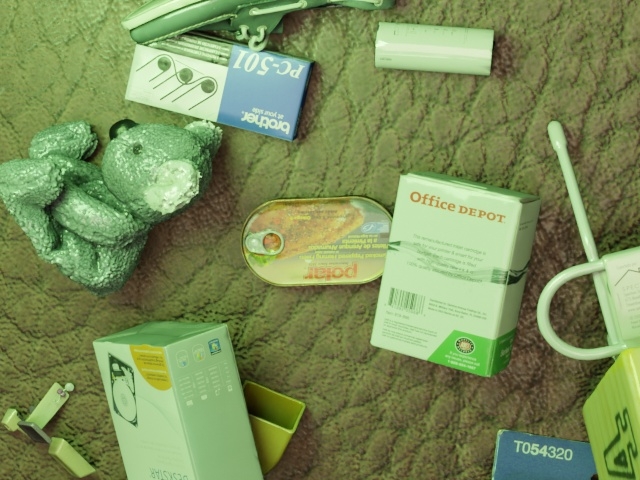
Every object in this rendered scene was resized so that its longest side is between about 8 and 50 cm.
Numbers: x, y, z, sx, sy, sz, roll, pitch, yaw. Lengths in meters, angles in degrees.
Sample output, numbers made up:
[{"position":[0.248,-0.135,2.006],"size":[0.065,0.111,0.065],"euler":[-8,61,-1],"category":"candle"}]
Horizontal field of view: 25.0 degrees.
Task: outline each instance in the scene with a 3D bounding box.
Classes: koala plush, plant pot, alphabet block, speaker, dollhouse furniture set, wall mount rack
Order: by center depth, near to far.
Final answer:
[{"position":[0.416,0.233,1.580],"size":[0.192,0.193,0.197],"euler":[-3,63,-9],"category":"alphabet block"},{"position":[0.402,-0.009,1.635],"size":[0.350,0.130,0.304],"euler":[-15,101,9],"category":"wall mount rack"},{"position":[0.132,-0.221,1.663],"size":[0.136,0.055,0.055],"euler":[4,100,6],"category":"speaker"},{"position":[-0.217,-0.061,1.669],"size":[0.221,0.196,0.203],"euler":[-25,106,15],"category":"koala plush"},{"position":[-0.075,0.234,1.756],"size":[0.081,0.081,0.083],"euler":[22,112,3],"category":"plant pot"},{"position":[-0.323,0.236,1.821],"size":[0.114,0.091,0.081],"euler":[50,60,-25],"category":"dollhouse furniture set"}]

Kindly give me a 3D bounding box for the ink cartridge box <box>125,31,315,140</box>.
[{"position":[-0.118,-0.190,1.704],"size":[0.207,0.046,0.097],"euler":[14,102,4],"category":"ink cartridge box"}]

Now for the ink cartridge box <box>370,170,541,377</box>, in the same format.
[{"position":[0.157,0.034,1.668],"size":[0.153,0.087,0.208],"euler":[15,102,23],"category":"ink cartridge box"}]

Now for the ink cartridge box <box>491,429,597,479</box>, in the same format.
[{"position":[0.342,0.397,1.665],"size":[0.324,0.071,0.330],"euler":[7,75,6],"category":"ink cartridge box"}]

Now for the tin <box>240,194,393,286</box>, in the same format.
[{"position":[0.000,0.000,1.727],"size":[0.189,0.040,0.106],"euler":[-1,95,7],"category":"tin"}]

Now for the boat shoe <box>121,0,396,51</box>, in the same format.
[{"position":[-0.063,-0.264,1.632],"size":[0.319,0.116,0.099],"euler":[-19,109,-7],"category":"boat shoe"}]

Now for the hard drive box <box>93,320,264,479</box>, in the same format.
[{"position":[-0.165,0.218,1.708],"size":[0.089,0.181,0.232],"euler":[-19,99,-34],"category":"hard drive box"}]
